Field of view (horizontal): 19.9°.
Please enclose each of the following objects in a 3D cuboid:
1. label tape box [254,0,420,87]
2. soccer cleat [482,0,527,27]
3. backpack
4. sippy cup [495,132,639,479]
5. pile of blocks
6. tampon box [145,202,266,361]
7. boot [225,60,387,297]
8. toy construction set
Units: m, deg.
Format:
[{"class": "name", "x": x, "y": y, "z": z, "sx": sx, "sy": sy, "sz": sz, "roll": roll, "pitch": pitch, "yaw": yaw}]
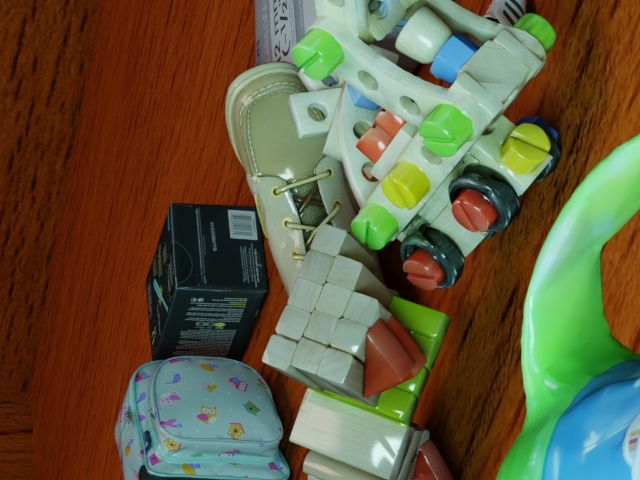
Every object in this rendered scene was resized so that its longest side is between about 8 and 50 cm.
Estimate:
[{"class": "label tape box", "x": 0.003, "y": -0.240, "z": 1.614, "sx": 0.348, "sy": 0.115, "sz": 0.249, "roll": 139, "pitch": 132, "yaw": -66}, {"class": "soccer cleat", "x": 0.131, "y": -0.164, "z": 1.294, "sx": 0.029, "sy": 0.035, "sz": 0.083, "roll": 121, "pitch": 147, "yaw": -59}, {"class": "backpack", "x": -0.126, "y": 0.198, "z": 1.884, "sx": 0.188, "sy": 0.166, "sz": 0.144, "roll": -119, "pitch": 36, "yaw": -56}, {"class": "sippy cup", "x": 0.214, "y": 0.097, "z": 0.639, "sx": 0.224, "sy": 0.305, "sz": 0.240, "roll": -47, "pitch": 15, "yaw": 41}, {"class": "pile of blocks", "x": 0.059, "y": 0.134, "z": 1.357, "sx": 0.149, "sy": 0.113, "sz": 0.362, "roll": -56, "pitch": -26, "yaw": -31}, {"class": "tampon box", "x": -0.130, "y": 0.052, "z": 2.039, "sx": 0.161, "sy": 0.101, "sz": 0.120, "roll": 113, "pitch": 155, "yaw": -52}, {"class": "boot", "x": 0.000, "y": 0.000, "z": 1.507, "sx": 0.203, "sy": 0.095, "sz": 0.262, "roll": -108, "pitch": 2, "yaw": -48}, {"class": "toy construction set", "x": 0.055, "y": -0.090, "z": 1.260, "sx": 0.151, "sy": 0.215, "sz": 0.327, "roll": -49, "pitch": -3, "yaw": -14}]
